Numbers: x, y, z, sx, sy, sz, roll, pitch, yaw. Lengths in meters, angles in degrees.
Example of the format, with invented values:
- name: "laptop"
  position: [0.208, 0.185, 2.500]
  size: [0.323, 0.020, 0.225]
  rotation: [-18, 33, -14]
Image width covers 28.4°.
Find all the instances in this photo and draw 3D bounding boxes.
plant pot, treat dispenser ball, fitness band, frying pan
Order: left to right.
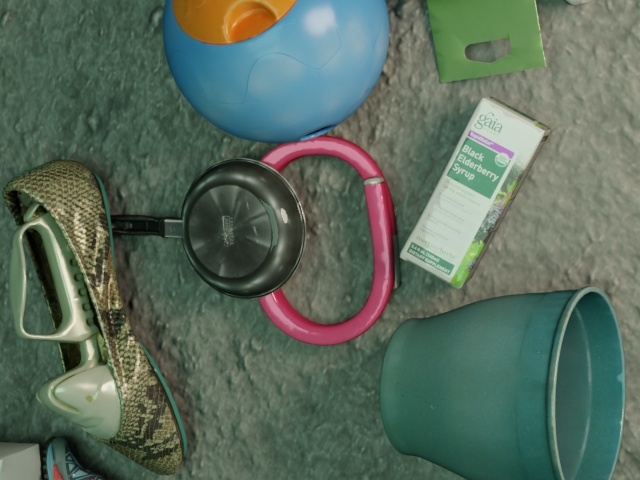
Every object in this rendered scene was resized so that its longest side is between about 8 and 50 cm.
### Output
- name: "frying pan"
  position: [-0.168, -0.041, 1.762]
  size: [0.326, 0.053, 0.197]
  rotation: [25, 106, 19]
- name: "treat dispenser ball"
  position: [-0.056, -0.267, 1.610]
  size: [0.288, 0.288, 0.288]
  rotation: [2, 97, 15]
- name: "fitness band"
  position: [0.000, 0.000, 1.747]
  size: [0.209, 0.054, 0.290]
  rotation: [-6, 93, 16]
- name: "plant pot"
  position: [0.225, 0.193, 1.612]
  size: [0.255, 0.272, 0.271]
  rotation: [-1, 96, 31]

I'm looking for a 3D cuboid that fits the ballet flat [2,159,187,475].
- name: "ballet flat"
  position: [-0.344, 0.127, 1.787]
  size: [0.164, 0.182, 0.482]
  rotation: [-15, 93, 44]

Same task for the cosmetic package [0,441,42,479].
- name: "cosmetic package"
  position: [-0.582, 0.446, 1.905]
  size: [0.377, 0.097, 0.284]
  rotation: [-2, 98, 27]

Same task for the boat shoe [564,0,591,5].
- name: "boat shoe"
  position: [0.275, -0.414, 1.616]
  size: [0.084, 0.095, 0.258]
  rotation: [-21, 88, 45]

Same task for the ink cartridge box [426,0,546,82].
- name: "ink cartridge box"
  position: [0.188, -0.325, 1.618]
  size: [0.171, 0.056, 0.235]
  rotation: [-3, 99, 41]

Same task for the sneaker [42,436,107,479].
- name: "sneaker"
  position: [-0.323, 0.400, 1.874]
  size: [0.125, 0.104, 0.261]
  rotation: [-24, 77, -15]

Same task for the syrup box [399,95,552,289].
- name: "syrup box"
  position: [0.204, -0.064, 1.661]
  size: [0.093, 0.096, 0.236]
  rotation: [29, 104, 11]
